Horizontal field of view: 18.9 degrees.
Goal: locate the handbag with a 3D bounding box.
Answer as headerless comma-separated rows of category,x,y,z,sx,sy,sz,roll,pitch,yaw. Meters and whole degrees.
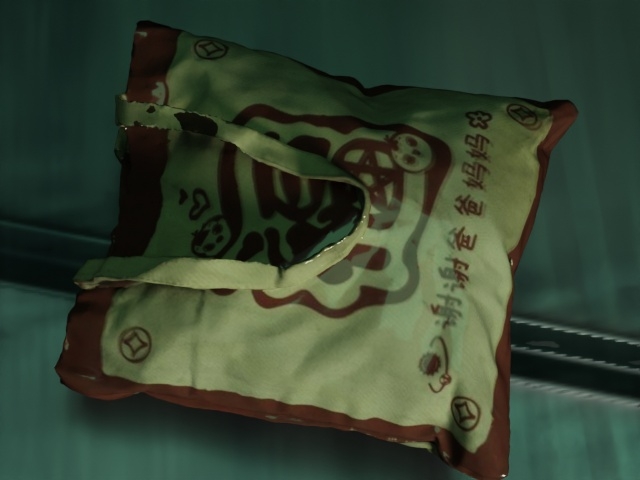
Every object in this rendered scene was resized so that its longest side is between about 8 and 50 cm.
handbag,0.000,0.000,0.965,0.235,0.127,0.213,12,70,2
